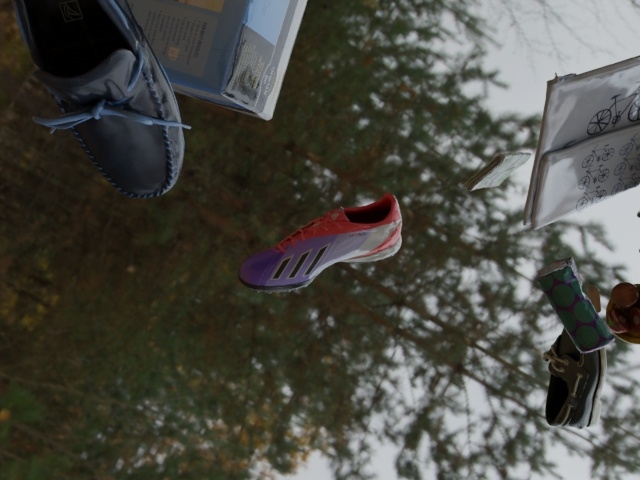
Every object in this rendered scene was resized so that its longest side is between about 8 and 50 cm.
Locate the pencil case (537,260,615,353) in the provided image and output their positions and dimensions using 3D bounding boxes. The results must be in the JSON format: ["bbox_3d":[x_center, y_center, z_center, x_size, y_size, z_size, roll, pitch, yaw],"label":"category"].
[{"bbox_3d":[0.428,0.114,1.369,0.070,0.151,0.064,-16,163,-39],"label":"pencil case"}]

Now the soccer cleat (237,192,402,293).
[{"bbox_3d":[0.000,0.000,1.462,0.108,0.318,0.116,-125,-155,-45],"label":"soccer cleat"}]

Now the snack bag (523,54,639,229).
[{"bbox_3d":[0.560,-0.206,1.645,0.037,0.323,0.342,47,-32,44],"label":"snack bag"}]

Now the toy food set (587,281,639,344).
[{"bbox_3d":[0.617,0.131,1.570,0.218,0.071,0.128,-1,-116,27],"label":"toy food set"}]

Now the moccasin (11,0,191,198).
[{"bbox_3d":[-0.232,-0.171,0.773,0.138,0.342,0.117,-19,-146,7],"label":"moccasin"}]

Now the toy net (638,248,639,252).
[{"bbox_3d":[0.623,0.062,1.432,0.122,0.232,0.045,0,-118,26],"label":"toy net"}]

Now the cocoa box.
[{"bbox_3d":[-0.157,-0.388,1.222,0.228,0.231,0.347,3,105,-75],"label":"cocoa box"}]

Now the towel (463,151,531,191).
[{"bbox_3d":[0.379,-0.146,1.733,0.152,0.023,0.113,-10,154,-51],"label":"towel"}]

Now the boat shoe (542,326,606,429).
[{"bbox_3d":[0.480,0.246,1.569,0.116,0.099,0.319,-96,175,-54],"label":"boat shoe"}]

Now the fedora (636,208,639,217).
[{"bbox_3d":[0.807,-0.055,1.705,0.244,0.124,0.275,-23,176,-10],"label":"fedora"}]

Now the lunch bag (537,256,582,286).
[{"bbox_3d":[0.530,0.083,1.800,0.083,0.071,0.053,-27,-168,-13],"label":"lunch bag"}]
